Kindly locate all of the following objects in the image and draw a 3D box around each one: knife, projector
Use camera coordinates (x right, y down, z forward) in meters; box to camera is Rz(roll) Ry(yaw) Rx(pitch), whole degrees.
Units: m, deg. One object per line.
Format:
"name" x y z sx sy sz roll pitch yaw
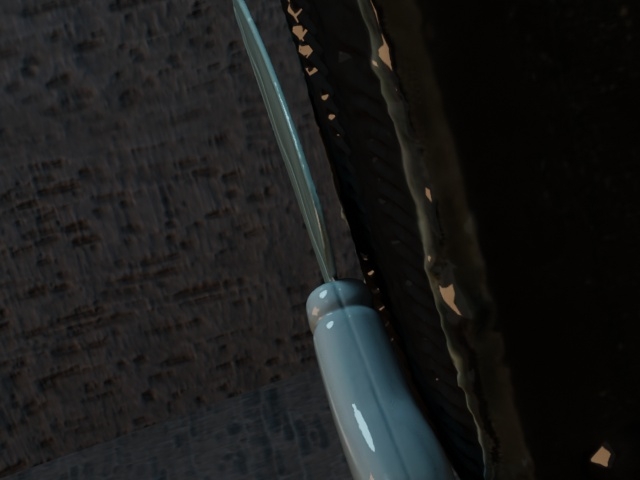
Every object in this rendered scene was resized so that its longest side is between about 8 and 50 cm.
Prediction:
"knife" 0.000 0.000 0.730 0.080 0.044 0.331 82 169 -69
"projector" 0.198 -0.103 0.710 0.242 0.405 0.395 -122 15 -64
